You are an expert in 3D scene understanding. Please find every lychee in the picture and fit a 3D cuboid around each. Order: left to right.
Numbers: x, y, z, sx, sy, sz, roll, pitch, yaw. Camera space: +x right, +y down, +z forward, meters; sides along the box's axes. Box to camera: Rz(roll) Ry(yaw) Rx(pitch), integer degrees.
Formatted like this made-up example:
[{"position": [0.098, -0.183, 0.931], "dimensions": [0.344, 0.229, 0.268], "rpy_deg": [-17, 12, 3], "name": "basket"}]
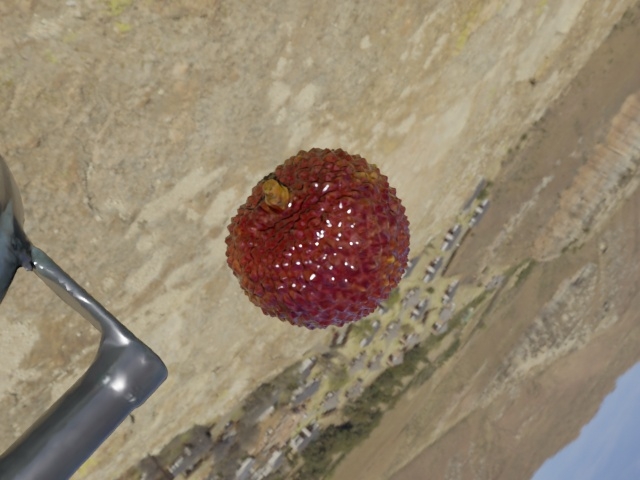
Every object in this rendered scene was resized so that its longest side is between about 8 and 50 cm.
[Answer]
[{"position": [0.000, 0.000, 0.881], "dimensions": [0.275, 0.276, 0.304], "rpy_deg": [-49, 136, -7], "name": "lychee"}]

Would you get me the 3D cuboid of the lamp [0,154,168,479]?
[{"position": [-0.240, -0.040, 0.193], "dimensions": [0.205, 0.374, 0.272], "rpy_deg": [-48, 176, -26], "name": "lamp"}]
